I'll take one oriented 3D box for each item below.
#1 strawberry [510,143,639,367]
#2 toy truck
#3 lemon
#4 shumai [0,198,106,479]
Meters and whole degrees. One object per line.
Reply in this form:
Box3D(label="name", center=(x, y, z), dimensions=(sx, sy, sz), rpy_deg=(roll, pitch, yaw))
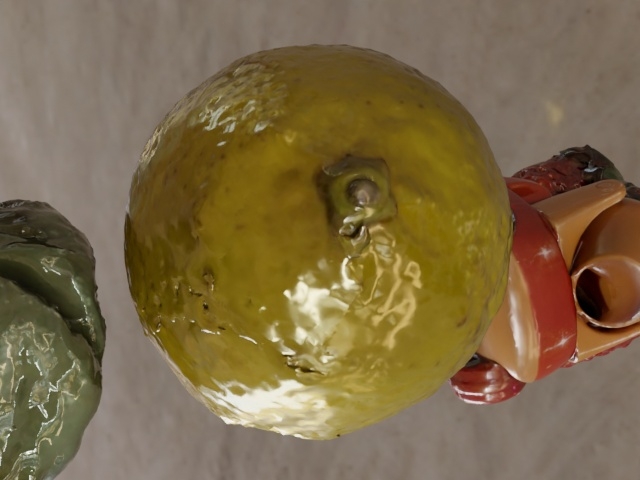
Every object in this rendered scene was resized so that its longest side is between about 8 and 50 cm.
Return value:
Box3D(label="strawberry", center=(0.313, 0.041, 1.949), dimensions=(0.288, 0.238, 0.250), rpy_deg=(-55, 36, -2))
Box3D(label="toy truck", center=(0.194, 0.023, 1.472), dimensions=(0.265, 0.239, 0.189), rpy_deg=(-144, 39, -62))
Box3D(label="lemon", center=(0.000, 0.000, 0.997), dimensions=(0.310, 0.253, 0.253), rpy_deg=(153, 106, -74))
Box3D(label="shumai", center=(-0.336, 0.066, 1.123), dimensions=(0.309, 0.263, 0.304), rpy_deg=(-44, 45, 23))
